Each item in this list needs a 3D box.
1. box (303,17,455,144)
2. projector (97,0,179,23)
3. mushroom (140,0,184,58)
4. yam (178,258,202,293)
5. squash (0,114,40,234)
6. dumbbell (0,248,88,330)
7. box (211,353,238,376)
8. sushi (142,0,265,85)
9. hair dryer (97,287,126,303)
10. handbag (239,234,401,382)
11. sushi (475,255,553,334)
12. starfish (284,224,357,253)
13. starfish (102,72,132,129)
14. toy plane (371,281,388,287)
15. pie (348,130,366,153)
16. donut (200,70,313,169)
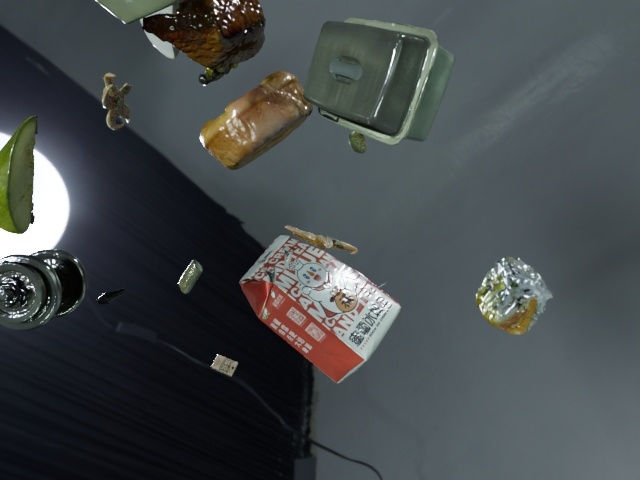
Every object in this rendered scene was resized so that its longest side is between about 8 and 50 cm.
[{"bbox_3d":[0.109,-0.326,1.042,0.290,0.166,0.220,34,113,45],"label":"box"},{"bbox_3d":[-0.363,-0.509,0.855,0.194,0.269,0.088,-6,50,29],"label":"projector"},{"bbox_3d":[-0.373,-0.653,1.418,0.126,0.177,0.397,7,38,5],"label":"mushroom"},{"bbox_3d":[-0.362,0.101,1.435,0.094,0.043,0.043,-54,27,10],"label":"yam"},{"bbox_3d":[-0.695,-0.147,1.190,0.252,0.169,0.093,-39,7,20],"label":"squash"},{"bbox_3d":[-0.718,0.119,1.302,0.192,0.192,0.290,-50,3,1],"label":"dumbbell"},{"bbox_3d":[-0.349,0.456,1.872,0.024,0.083,0.053,100,-169,-56],"label":"box"},{"bbox_3d":[-0.222,-0.447,1.098,0.179,0.166,0.296,-19,24,34],"label":"sushi"},{"bbox_3d":[-0.573,0.153,1.389,0.079,0.031,0.083,-24,2,-3],"label":"hair dryer"},{"bbox_3d":[-0.010,0.123,1.042,0.171,0.298,0.151,-47,-7,-40],"label":"handbag"},{"bbox_3d":[0.557,0.163,1.492,0.274,0.140,0.184,-91,24,-64],"label":"sushi"},{"bbox_3d":[0.000,0.001,1.606,0.227,0.241,0.043,57,-125,-83],"label":"starfish"},{"bbox_3d":[-0.637,-0.428,1.601,0.150,0.053,0.209,-62,-7,-11],"label":"starfish"},{"bbox_3d":[0.175,0.232,1.826,0.182,0.107,0.273,-40,1,-13],"label":"toy plane"},{"bbox_3d":[0.131,-0.341,1.784,0.017,0.085,0.085,-8,49,49],"label":"pie"},{"bbox_3d":[-0.176,-0.328,1.422,0.317,0.150,0.299,-34,6,20],"label":"donut"}]
